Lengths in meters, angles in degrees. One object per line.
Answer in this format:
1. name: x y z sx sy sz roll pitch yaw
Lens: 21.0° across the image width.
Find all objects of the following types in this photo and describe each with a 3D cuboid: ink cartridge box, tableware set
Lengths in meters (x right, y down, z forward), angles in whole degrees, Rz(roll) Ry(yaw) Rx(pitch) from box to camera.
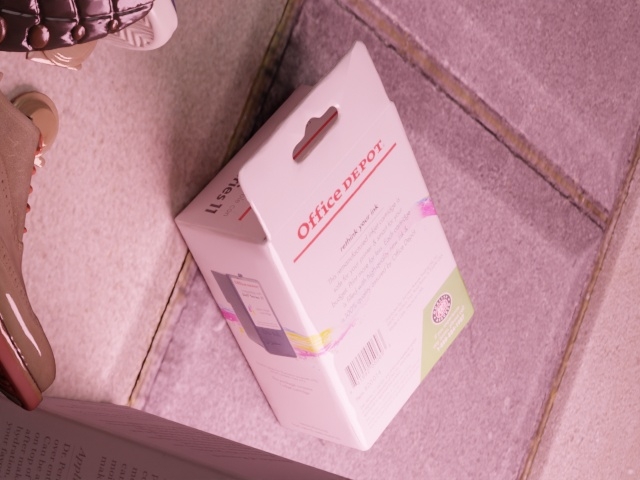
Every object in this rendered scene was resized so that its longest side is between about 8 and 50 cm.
1. ink cartridge box: 0.000 0.000 1.615 0.207 0.119 0.353 -49 134 -30
2. tableware set: -0.244 -0.140 1.368 0.141 0.020 0.169 26 81 -48

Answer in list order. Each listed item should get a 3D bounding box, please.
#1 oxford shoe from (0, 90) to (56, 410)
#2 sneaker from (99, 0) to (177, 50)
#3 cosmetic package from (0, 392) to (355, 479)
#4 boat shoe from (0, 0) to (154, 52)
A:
1. oxford shoe: -0.249 -0.031 1.292 0.130 0.123 0.348 -32 124 -27
2. sneaker: -0.193 -0.301 1.291 0.350 0.131 0.148 56 50 -39
3. cosmetic package: -0.077 0.278 1.332 0.161 0.453 0.230 13 90 -51
4. boat shoe: -0.267 -0.212 1.172 0.324 0.120 0.122 1 139 -26
